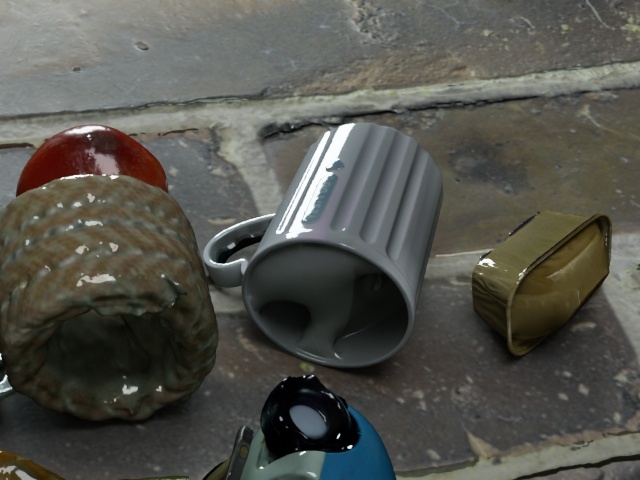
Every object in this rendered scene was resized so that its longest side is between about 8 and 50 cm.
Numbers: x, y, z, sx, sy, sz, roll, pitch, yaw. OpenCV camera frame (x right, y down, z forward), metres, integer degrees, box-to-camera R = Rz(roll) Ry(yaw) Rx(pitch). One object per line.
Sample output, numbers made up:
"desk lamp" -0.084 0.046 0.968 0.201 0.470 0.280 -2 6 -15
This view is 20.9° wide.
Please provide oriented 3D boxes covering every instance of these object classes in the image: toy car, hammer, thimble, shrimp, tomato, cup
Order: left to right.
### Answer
"shrimp" -0.259 0.237 1.506 0.162 0.045 0.095 23 48 6
"tomato" -0.229 -0.062 1.750 0.139 0.091 0.159 37 53 21
"thimble" -0.197 0.058 1.559 0.196 0.229 0.148 -14 54 -5
"hammer" -0.113 0.229 1.446 0.013 0.199 0.062 30 39 -13
"toy car" -0.009 0.255 1.454 0.190 0.188 0.255 27 39 -11
"cup" 0.006 -0.010 1.707 0.221 0.167 0.202 19 45 3

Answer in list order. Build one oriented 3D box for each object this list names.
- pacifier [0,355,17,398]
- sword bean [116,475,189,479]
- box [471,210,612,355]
"pacifier" -0.336 0.089 1.578 0.150 0.117 0.127 12 22 3
"sword bean" -0.160 0.219 1.567 0.083 0.012 0.012 -3 49 -13
"box" 0.231 0.037 1.757 0.111 0.111 0.177 38 52 21
